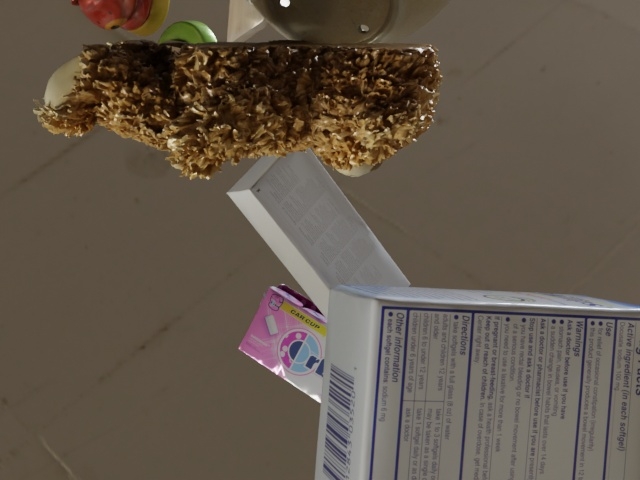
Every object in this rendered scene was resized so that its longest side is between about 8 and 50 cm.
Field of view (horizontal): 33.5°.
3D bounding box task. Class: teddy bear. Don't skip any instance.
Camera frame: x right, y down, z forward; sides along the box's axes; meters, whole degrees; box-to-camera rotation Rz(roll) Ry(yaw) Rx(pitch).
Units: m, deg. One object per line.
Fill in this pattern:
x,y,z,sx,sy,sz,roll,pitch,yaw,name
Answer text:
-0.069,-0.113,0.901,0.338,0.113,0.245,-2,-165,-10,teddy bear

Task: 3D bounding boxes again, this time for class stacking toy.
-0.239,-0.378,1.649,0.130,0.309,0.279,-4,-117,-49,stacking toy

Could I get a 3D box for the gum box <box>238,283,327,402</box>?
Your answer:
-0.020,0.154,1.562,0.188,0.062,0.107,31,-78,15,gum box

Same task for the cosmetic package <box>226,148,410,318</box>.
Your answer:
0.000,0.000,1.272,0.060,0.239,0.099,-5,-142,54,cosmetic package

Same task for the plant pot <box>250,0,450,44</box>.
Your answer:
0.024,-0.290,1.024,0.284,0.284,0.191,6,-127,8,plant pot

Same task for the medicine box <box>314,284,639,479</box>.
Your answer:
0.155,0.182,1.016,0.289,0.149,0.263,3,-88,-15,medicine box
